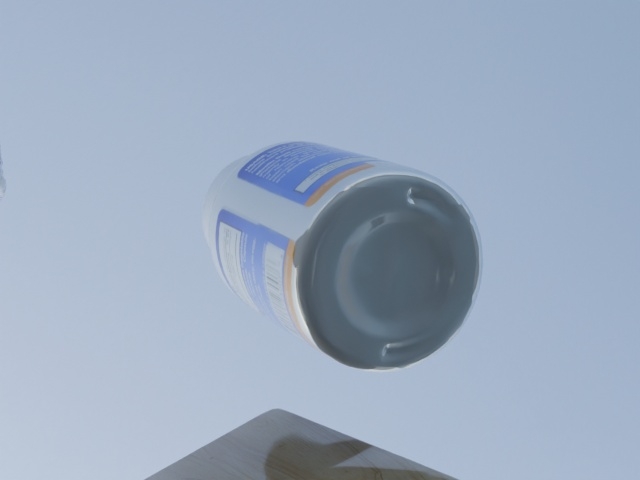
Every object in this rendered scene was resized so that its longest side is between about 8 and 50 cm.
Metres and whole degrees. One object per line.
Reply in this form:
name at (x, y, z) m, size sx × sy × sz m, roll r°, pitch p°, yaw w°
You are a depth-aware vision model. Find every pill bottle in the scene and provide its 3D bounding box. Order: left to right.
pill bottle at (0.000, 0.000, 0.973) m, size 0.152 × 0.272 × 0.152 m, roll -5°, pitch -78°, yaw -23°

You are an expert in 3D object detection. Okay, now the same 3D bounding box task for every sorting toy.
sorting toy at (-0.049, 0.238, 0.841) m, size 0.257 × 0.255 × 0.089 m, roll 11°, pitch -59°, yaw 53°

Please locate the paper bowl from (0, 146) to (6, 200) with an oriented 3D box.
paper bowl at (-0.393, -0.083, 0.929) m, size 0.284 × 0.284 × 0.148 m, roll -13°, pitch -100°, yaw 14°
